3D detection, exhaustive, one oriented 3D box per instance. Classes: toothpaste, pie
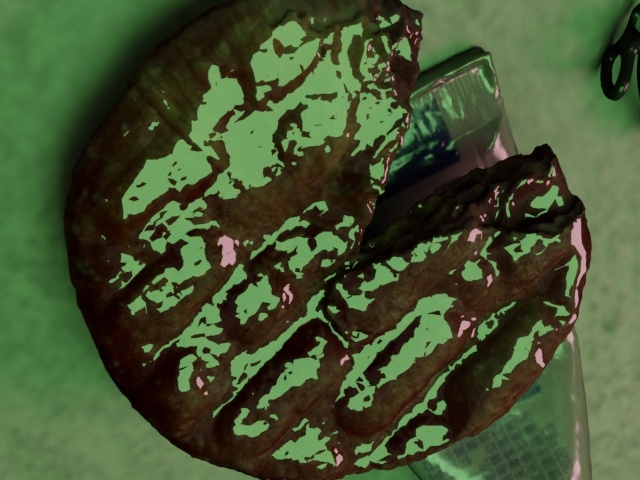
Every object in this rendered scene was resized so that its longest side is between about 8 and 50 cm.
[{"bbox_3d":[0.069,0.058,0.897,0.099,0.068,0.282,-43,122,-37],"label":"toothpaste"},{"bbox_3d":[0.000,0.000,0.807,0.204,0.054,0.218,-32,113,0],"label":"pie"}]

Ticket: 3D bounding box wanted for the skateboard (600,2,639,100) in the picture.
[{"bbox_3d":[0.185,-0.103,0.865,0.080,0.067,0.151,21,110,-23],"label":"skateboard"}]
